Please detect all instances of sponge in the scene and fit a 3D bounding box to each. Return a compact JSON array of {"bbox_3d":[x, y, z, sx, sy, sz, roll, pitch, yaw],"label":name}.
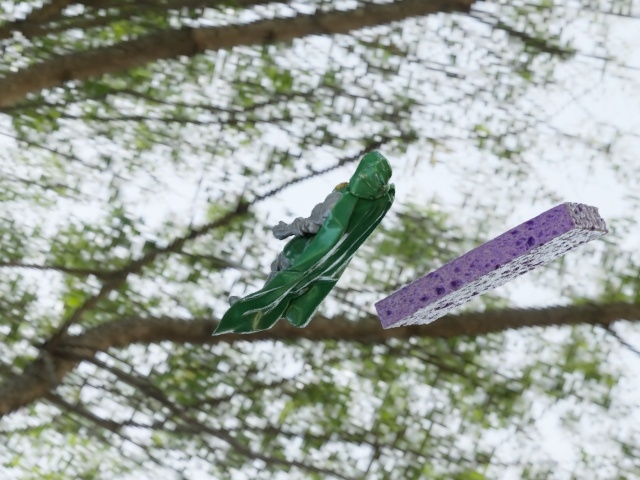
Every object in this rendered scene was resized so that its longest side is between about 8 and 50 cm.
[{"bbox_3d":[0.163,0.024,1.347,0.117,0.210,0.031,3,-119,-65],"label":"sponge"}]

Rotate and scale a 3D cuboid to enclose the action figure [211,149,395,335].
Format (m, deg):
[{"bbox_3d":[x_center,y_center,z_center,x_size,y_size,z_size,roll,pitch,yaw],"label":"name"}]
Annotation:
[{"bbox_3d":[0.000,0.000,1.281,0.137,0.063,0.232,-17,-24,-45],"label":"action figure"}]
